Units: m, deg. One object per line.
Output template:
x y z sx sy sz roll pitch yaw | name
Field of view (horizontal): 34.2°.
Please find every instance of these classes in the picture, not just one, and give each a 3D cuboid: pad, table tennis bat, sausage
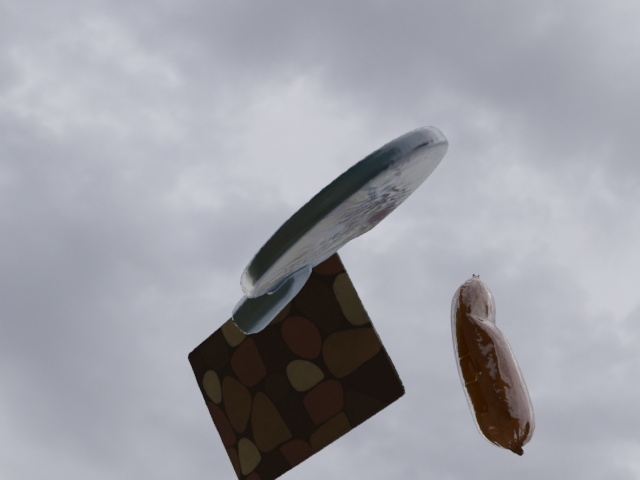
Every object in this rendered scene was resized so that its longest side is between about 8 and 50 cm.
-0.033 0.122 0.961 0.235 0.003 0.158 -40 -113 36 | pad
0.000 0.000 0.456 0.019 0.100 0.155 53 -43 8 | table tennis bat
0.154 0.115 0.963 0.054 0.062 0.183 -31 -122 27 | sausage
